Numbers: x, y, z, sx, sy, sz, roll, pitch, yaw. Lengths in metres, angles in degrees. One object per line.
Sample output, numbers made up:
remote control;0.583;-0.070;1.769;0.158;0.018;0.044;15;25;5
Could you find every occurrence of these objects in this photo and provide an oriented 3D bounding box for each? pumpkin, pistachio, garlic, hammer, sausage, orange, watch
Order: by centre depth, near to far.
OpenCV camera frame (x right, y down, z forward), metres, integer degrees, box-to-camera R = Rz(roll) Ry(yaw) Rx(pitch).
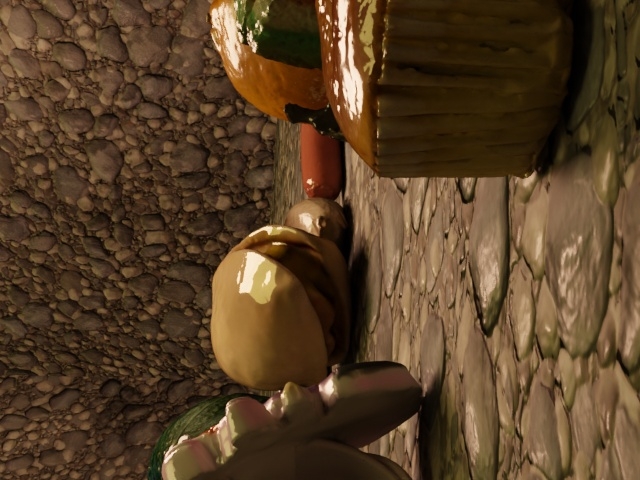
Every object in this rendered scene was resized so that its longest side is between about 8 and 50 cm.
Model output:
watch;0.004;0.238;0.878;0.196;0.244;0.231;95;152;-54
hammer;0.051;-0.238;1.026;0.027;0.125;0.297;-46;-29;-72
orange;-0.020;-0.236;1.158;0.219;0.193;0.219;157;90;-87
pistachio;-0.054;0.088;1.424;0.193;0.214;0.318;-47;-12;-31
garlic;-0.005;-0.008;1.537;0.195;0.087;0.101;108;150;-59
sausage;0.001;-0.127;1.588;0.062;0.062;0.154;100;169;-56
pumpkin;-0.120;0.335;1.594;0.263;0.293;0.196;-8;-73;-52

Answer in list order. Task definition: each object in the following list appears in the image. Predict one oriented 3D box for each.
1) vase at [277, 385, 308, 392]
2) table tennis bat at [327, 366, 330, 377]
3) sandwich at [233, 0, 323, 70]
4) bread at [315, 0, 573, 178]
vase;-0.047;0.309;1.770;0.237;0.116;0.115;104;167;-47
table tennis bat;0.004;0.120;1.687;0.150;0.027;0.236;102;170;-60
sandwich;0.024;-0.213;0.799;0.109;0.185;0.159;-103;7;-52
bread;0.065;-0.146;0.646;0.179;0.133;0.250;92;177;-45
